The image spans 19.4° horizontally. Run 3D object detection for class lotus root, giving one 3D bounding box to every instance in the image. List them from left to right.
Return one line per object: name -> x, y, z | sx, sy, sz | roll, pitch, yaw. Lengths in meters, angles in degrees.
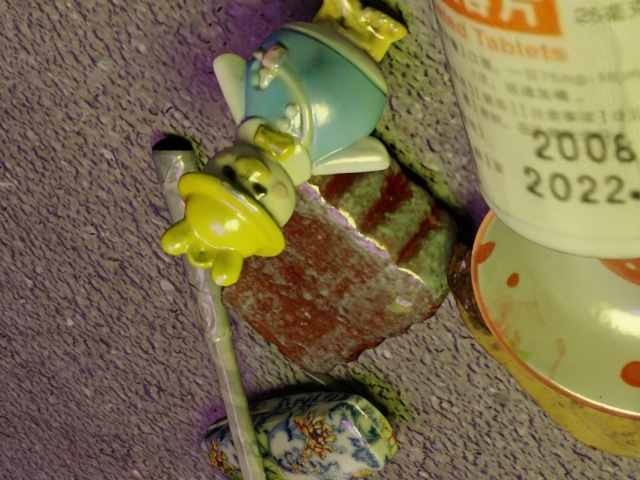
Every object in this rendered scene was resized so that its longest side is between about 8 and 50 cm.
lotus root -> 0.192, 0.079, 1.479 | 0.110, 0.097, 0.258 | -10, 130, 46

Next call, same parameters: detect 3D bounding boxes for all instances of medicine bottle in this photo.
medicine bottle -> 0.161, -0.185, 1.097 | 0.211, 0.211, 0.371 | 13, 139, 31

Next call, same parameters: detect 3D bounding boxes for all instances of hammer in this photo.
hammer -> -0.097, 0.102, 1.722 | 0.152, 0.044, 0.427 | 8, 122, 42
hammer -> -0.023, 0.179, 1.853 | 0.062, 0.013, 0.199 | 37, 145, 1

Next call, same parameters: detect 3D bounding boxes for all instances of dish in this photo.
dish -> 0.244, 0.013, 1.337 | 0.260, 0.085, 0.260 | 10, 133, 11

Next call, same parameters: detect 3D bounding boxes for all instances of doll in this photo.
doll -> -0.028, -0.074, 1.380 | 0.135, 0.241, 0.099 | 40, 164, -23

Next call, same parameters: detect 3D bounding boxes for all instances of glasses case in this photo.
glasses case -> -0.025, 0.195, 1.802 | 0.248, 0.065, 0.087 | -19, 111, 51

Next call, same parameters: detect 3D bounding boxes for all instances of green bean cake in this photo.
green bean cake -> 0.000, 0.000, 1.551 | 0.198, 0.097, 0.232 | 41, 145, -7
